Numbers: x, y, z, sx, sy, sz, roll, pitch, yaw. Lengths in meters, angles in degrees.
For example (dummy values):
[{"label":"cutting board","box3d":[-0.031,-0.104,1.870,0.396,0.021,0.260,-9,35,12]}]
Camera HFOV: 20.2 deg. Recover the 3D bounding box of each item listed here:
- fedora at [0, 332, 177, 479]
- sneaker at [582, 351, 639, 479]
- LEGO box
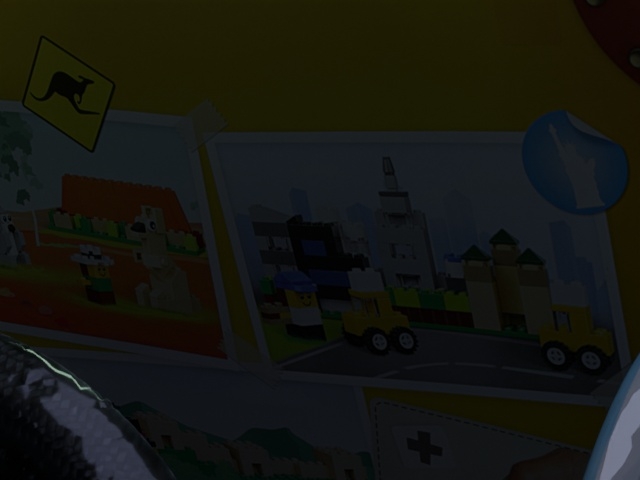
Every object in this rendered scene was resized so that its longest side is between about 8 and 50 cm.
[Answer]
[{"label":"fedora","box3d":[-0.125,0.181,0.717,0.334,0.334,0.152,7,1,34]},{"label":"sneaker","box3d":[0.170,0.186,0.560,0.208,0.127,0.319,7,75,21]},{"label":"LEGO box","box3d":[0.000,0.000,0.841,0.500,0.373,0.193,5,30,31]}]
